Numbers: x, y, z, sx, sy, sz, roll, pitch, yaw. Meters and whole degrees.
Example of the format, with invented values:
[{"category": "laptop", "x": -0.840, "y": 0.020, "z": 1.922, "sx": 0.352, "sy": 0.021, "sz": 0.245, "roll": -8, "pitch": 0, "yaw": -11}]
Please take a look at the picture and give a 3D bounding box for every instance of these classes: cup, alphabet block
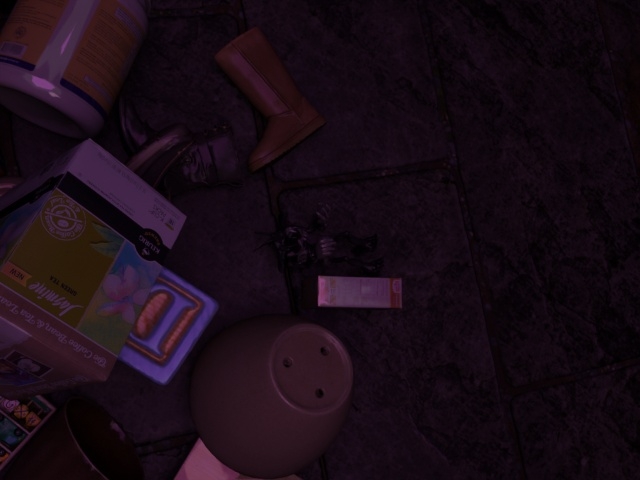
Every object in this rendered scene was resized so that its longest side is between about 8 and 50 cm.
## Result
[{"category": "cup", "x": -0.062, "y": 0.276, "z": 1.288, "sx": 0.331, "sy": 0.237, "sz": 0.331, "roll": 12, "pitch": 61, "yaw": -23}, {"category": "alphabet block", "x": -0.334, "y": 0.154, "z": 1.299, "sx": 0.193, "sy": 0.197, "sz": 0.192, "roll": 36, "pitch": 74, "yaw": -8}]

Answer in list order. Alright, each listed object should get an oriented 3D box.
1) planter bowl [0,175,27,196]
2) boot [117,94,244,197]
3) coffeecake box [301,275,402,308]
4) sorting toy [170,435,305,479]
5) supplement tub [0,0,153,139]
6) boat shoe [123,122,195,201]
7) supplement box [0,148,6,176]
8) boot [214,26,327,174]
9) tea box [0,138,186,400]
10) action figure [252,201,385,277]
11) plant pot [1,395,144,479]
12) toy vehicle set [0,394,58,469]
[{"category": "planter bowl", "x": -0.604, "y": -0.055, "z": 1.300, "sx": 0.162, "sy": 0.109, "sz": 0.162, "roll": 2, "pitch": 82, "yaw": -15}, {"category": "boot", "x": -0.299, "y": -0.209, "z": 1.425, "sx": 0.229, "sy": 0.091, "sz": 0.263, "roll": -22, "pitch": 99, "yaw": -18}, {"category": "coffeecake box", "x": 0.065, "y": 0.116, "z": 1.443, "sx": 0.185, "sy": 0.142, "sz": 0.068, "roll": 3, "pitch": 81, "yaw": -16}, {"category": "sorting toy", "x": -0.192, "y": 0.541, "z": 1.337, "sx": 0.257, "sy": 0.089, "sz": 0.255, "roll": 34, "pitch": 75, "yaw": -9}, {"category": "supplement tub", "x": -0.489, "y": -0.396, "z": 1.314, "sx": 0.241, "sy": 0.241, "sz": 0.331, "roll": 23, "pitch": 76, "yaw": -11}, {"category": "boat shoe", "x": -0.357, "y": -0.088, "z": 1.313, "sx": 0.355, "sy": 0.132, "sz": 0.130, "roll": -39, "pitch": 110, "yaw": 23}, {"category": "supplement box", "x": -0.747, "y": -0.295, "z": 1.252, "sx": 0.195, "sy": 0.194, "sz": 0.357, "roll": -13, "pitch": 86, "yaw": -17}, {"category": "boot", "x": -0.145, "y": -0.310, "z": 1.483, "sx": 0.236, "sy": 0.089, "sz": 0.269, "roll": -40, "pitch": 94, "yaw": -28}, {"category": "tea box", "x": -0.448, "y": 0.061, "z": 1.086, "sx": 0.220, "sy": 0.329, "sz": 0.324, "roll": 42, "pitch": 48, "yaw": -31}, {"category": "action figure", "x": 0.000, "y": 0.000, "z": 1.438, "sx": 0.275, "sy": 0.141, "sz": 0.164, "roll": 10, "pitch": 50, "yaw": -16}, {"category": "plant pot", "x": -0.486, "y": 0.446, "z": 1.227, "sx": 0.230, "sy": 0.215, "sz": 0.215, "roll": -39, "pitch": 93, "yaw": -2}, {"category": "toy vehicle set", "x": -0.665, "y": 0.302, "z": 1.268, "sx": 0.267, "sy": 0.035, "sz": 0.166, "roll": 42, "pitch": 73, "yaw": -6}]
